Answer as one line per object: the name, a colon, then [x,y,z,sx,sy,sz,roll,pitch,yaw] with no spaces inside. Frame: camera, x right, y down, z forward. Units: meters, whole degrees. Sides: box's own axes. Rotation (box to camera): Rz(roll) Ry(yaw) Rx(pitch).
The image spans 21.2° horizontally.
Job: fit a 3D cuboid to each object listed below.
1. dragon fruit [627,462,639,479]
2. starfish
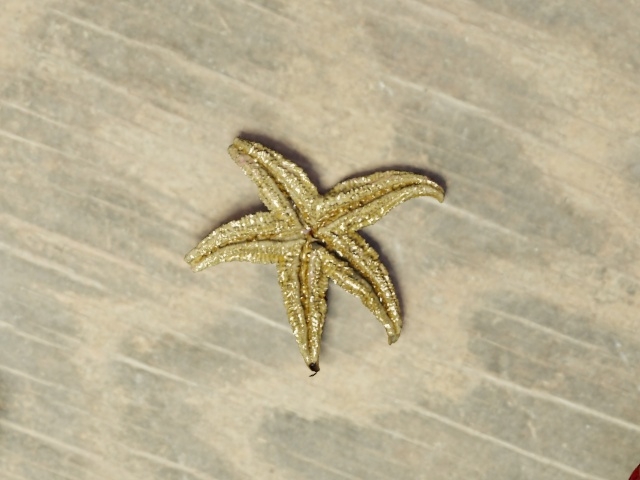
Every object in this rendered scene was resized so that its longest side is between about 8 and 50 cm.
dragon fruit: [0.391,0.284,1.459,0.329,0.329,0.329,0,100,0]
starfish: [0.000,0.000,1.545,0.241,0.043,0.227,-21,101,0]
